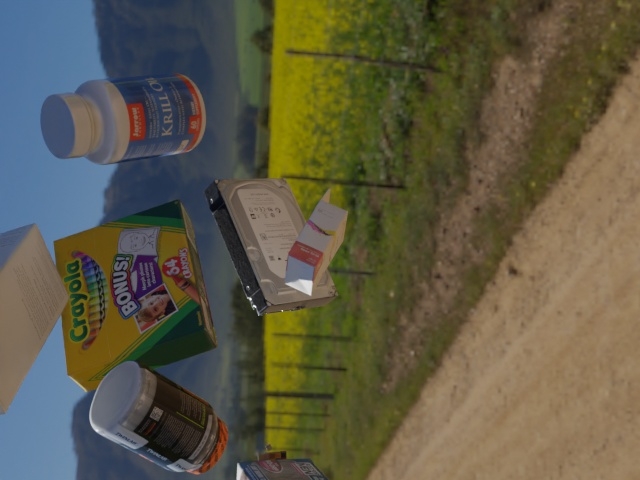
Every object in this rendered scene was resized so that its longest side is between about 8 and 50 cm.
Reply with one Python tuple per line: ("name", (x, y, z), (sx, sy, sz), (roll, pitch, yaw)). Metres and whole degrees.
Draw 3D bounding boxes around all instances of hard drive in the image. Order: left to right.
("hard drive", (-0.116, 0.006, 2.209), (0.064, 0.237, 0.339), (-39, 66, 39))

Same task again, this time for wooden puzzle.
("wooden puzzle", (-0.082, 0.387, 1.594), (0.006, 0.049, 0.083), (-131, 39, -75))

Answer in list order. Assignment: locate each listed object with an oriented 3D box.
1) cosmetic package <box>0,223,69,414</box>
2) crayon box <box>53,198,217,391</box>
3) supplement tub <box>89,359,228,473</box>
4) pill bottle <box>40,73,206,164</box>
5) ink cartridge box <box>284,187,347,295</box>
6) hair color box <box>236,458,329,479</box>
("cosmetic package", (-0.545, 0.131, 1.407), (0.385, 0.217, 0.156), (-90, -18, -67))
("crayon box", (-0.421, 0.117, 2.088), (0.106, 0.313, 0.363), (70, -178, -55))
("supplement tub", (-0.234, 0.267, 1.371), (0.190, 0.117, 0.117), (40, -146, -34))
("pill bottle", (-0.288, -0.176, 1.359), (0.124, 0.221, 0.124), (15, 112, 41))
("ink cartridge box", (0.000, 0.000, 1.931), (0.115, 0.067, 0.198), (99, -162, -56))
("hair color box", (-0.044, 0.463, 1.139), (0.174, 0.105, 0.347), (-164, 77, -71))
